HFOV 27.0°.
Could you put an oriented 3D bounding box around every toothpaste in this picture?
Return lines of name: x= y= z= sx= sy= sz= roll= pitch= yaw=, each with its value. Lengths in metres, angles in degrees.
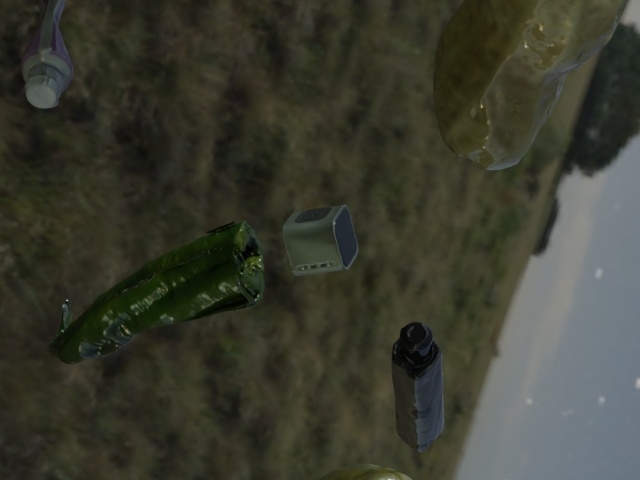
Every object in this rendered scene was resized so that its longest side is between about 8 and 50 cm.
toothpaste: x=-0.253 y=-0.222 z=1.284 sx=0.075 sy=0.048 sz=0.301 roll=-48 pitch=-152 yaw=30

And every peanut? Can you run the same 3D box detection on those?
peanut: x=0.168 y=-0.174 z=1.079 sx=0.290 sy=0.130 sz=0.130 roll=113 pitch=2 yaw=-48

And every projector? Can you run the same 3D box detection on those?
projector: x=0.000 y=0.000 z=1.938 sx=0.083 sy=0.082 sz=0.083 roll=-56 pitch=134 yaw=-60

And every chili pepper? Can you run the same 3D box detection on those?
chili pepper: x=-0.187 y=0.064 z=1.352 sx=0.076 sy=0.359 sz=0.085 roll=3 pitch=73 yaw=-44

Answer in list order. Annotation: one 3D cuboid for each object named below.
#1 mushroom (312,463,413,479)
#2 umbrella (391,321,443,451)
mushroom: x=-0.009 y=0.205 z=0.865 sx=0.333 sy=0.087 sz=0.107 roll=136 pitch=-27 yaw=-71
umbrella: x=0.136 y=0.204 z=1.850 sx=0.073 sy=0.067 sz=0.337 roll=-56 pitch=160 yaw=-22
